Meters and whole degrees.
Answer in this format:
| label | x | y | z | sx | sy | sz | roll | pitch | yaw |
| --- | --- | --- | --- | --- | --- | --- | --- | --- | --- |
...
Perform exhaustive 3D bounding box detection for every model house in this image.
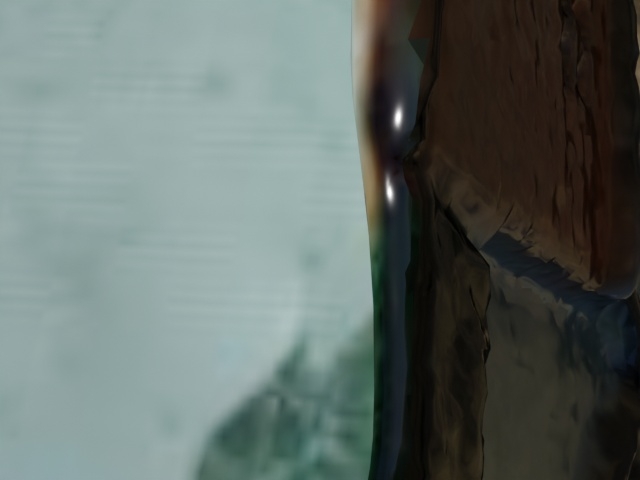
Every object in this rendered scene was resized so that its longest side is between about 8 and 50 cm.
| label | x | y | z | sx | sy | sz | roll | pitch | yaw |
| --- | --- | --- | --- | --- | --- | --- | --- | --- | --- |
| model house | 0.000 | 0.000 | 0.451 | 0.291 | 0.184 | 0.253 | 27 | -119 | -58 |
